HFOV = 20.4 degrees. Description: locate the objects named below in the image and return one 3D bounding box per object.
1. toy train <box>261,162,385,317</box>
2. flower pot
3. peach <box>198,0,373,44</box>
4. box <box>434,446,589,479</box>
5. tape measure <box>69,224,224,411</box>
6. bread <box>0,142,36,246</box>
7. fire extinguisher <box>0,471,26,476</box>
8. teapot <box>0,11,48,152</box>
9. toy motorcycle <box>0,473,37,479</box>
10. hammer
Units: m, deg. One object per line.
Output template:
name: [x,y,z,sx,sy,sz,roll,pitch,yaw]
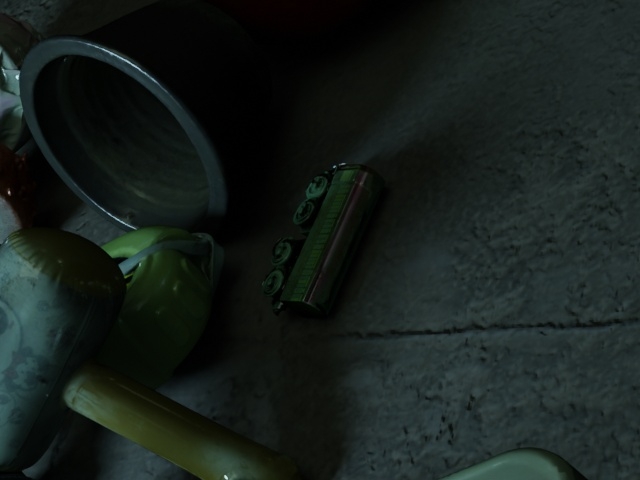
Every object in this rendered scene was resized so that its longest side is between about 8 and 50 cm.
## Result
toy train: [0.000,0.000,1.518,0.071,0.038,0.148,5,63,42]
flower pot: [-0.140,-0.127,1.626,0.235,0.235,0.148,5,43,42]
peach: [-0.034,-0.302,1.654,0.274,0.248,0.245,21,106,31]
box: [0.159,0.332,0.898,0.177,0.344,0.352,-26,46,25]
tape measure: [-0.173,0.071,1.555,0.200,0.106,0.175,-26,32,19]
bread: [-0.357,-0.038,1.751,0.160,0.160,0.073,-23,37,24]
fire extinguisher: [-0.364,0.281,1.541,0.252,0.106,0.075,-39,30,7]
teapot: [-0.329,-0.179,1.819,0.221,0.163,0.178,-33,10,20]
toy motorcycle: [-0.150,0.294,1.313,0.358,0.125,0.213,11,93,38]
hammer: [-0.153,0.135,1.413,0.305,0.113,0.202,30,105,8]
